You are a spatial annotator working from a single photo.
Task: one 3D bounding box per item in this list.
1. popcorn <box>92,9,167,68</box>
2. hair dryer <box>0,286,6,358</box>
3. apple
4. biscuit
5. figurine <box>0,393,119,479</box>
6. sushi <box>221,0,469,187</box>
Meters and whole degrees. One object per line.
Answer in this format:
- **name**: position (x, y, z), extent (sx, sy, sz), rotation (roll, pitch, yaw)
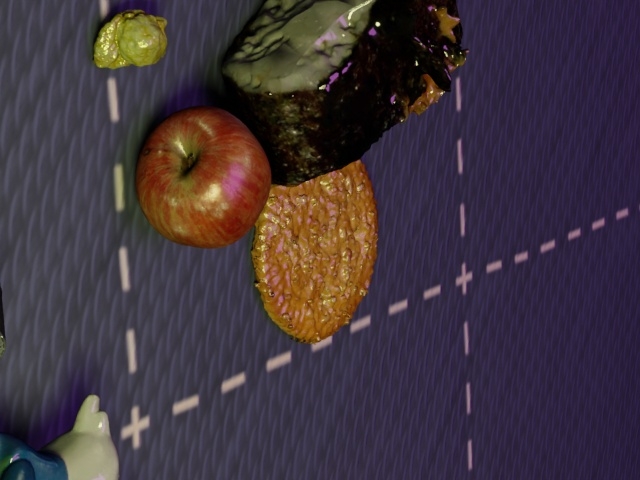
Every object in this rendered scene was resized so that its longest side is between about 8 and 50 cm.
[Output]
- **popcorn**: position (-0.194, -0.204, 1.713), extent (0.083, 0.068, 0.059), rotation (-19, 104, -19)
- **hair dryer**: position (-0.350, 0.005, 1.467), extent (0.050, 0.173, 0.195), rotation (-39, 121, 6)
- **apple**: position (-0.122, -0.061, 1.771), extent (0.131, 0.146, 0.146), rotation (50, 54, -58)
- **biscuit**: position (0.000, 0.000, 2.046), extent (0.254, 0.035, 0.254), rotation (-11, 104, -54)
- **figurine**: position (-0.322, 0.217, 1.548), extent (0.283, 0.205, 0.338), rotation (-38, 113, -38)
- **sushi**: position (0.048, -0.209, 1.918), extent (0.348, 0.234, 0.207), rotation (-49, 133, -32)
